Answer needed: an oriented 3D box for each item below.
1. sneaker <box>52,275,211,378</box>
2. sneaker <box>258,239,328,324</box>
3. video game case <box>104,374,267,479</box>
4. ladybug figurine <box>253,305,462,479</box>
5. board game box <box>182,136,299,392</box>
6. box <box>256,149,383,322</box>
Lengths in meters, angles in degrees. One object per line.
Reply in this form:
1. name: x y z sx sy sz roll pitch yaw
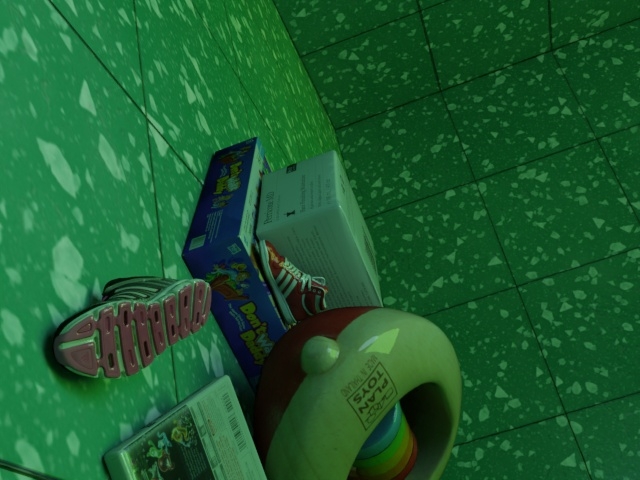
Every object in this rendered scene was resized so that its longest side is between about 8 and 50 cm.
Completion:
1. sneaker: -0.167 0.069 0.634 0.170 0.075 0.063 -25 115 -59
2. sneaker: -0.031 0.045 0.951 0.042 0.067 0.118 -87 156 -68
3. video game case: -0.098 0.237 0.663 0.173 0.022 0.190 -26 98 -65
4. ladybug figurine: 0.041 0.229 0.956 0.162 0.305 0.449 31 -25 34
5. board game box: -0.093 0.021 1.105 0.347 0.078 0.233 -92 161 -62
6. box: 0.000 0.000 1.065 0.181 0.119 0.182 -93 161 -60
